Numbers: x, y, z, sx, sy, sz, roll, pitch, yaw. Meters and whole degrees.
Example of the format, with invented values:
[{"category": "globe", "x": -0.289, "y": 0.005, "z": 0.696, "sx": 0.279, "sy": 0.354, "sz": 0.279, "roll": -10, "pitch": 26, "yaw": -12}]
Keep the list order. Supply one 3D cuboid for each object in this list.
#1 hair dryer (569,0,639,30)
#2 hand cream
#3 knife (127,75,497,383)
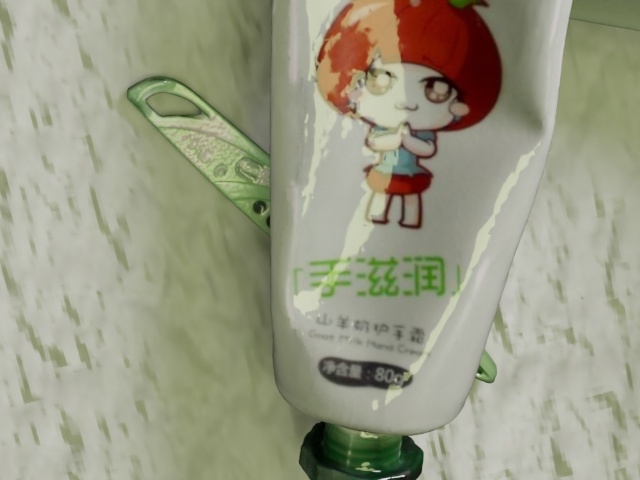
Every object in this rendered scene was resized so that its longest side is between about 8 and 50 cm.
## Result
[{"category": "hair dryer", "x": 0.161, "y": -0.109, "z": 0.607, "sx": 0.362, "sy": 0.128, "sz": 0.203, "roll": 10, "pitch": 120, "yaw": -1}, {"category": "hand cream", "x": 0.032, "y": -0.055, "z": 0.583, "sx": 0.121, "sy": 0.076, "sz": 0.336, "roll": 10, "pitch": 115, "yaw": 9}, {"category": "knife", "x": 0.000, "y": 0.000, "z": 0.659, "sx": 0.207, "sy": 0.014, "sz": 0.030, "roll": 41, "pitch": 98, "yaw": -17}]
